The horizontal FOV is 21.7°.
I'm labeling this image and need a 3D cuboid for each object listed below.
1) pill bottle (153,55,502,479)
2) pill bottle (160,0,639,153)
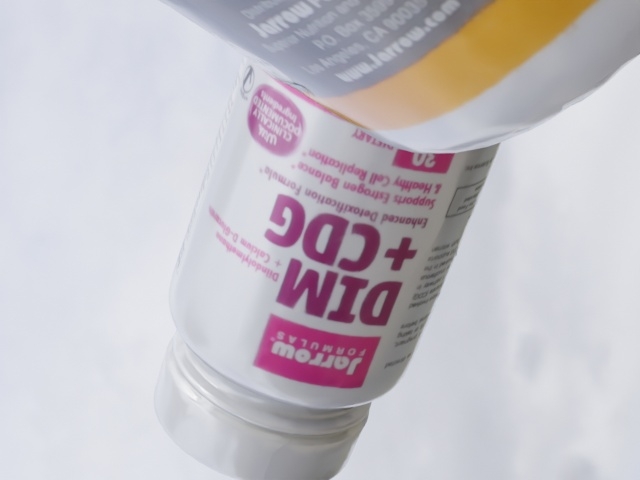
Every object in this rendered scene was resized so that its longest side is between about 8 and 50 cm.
[{"bbox_3d":[0.000,0.000,1.017,0.160,0.160,0.283,-36,-30,-60],"label":"pill bottle"},{"bbox_3d":[-0.041,-0.150,0.321,0.278,0.162,0.162,32,-121,-22],"label":"pill bottle"}]
